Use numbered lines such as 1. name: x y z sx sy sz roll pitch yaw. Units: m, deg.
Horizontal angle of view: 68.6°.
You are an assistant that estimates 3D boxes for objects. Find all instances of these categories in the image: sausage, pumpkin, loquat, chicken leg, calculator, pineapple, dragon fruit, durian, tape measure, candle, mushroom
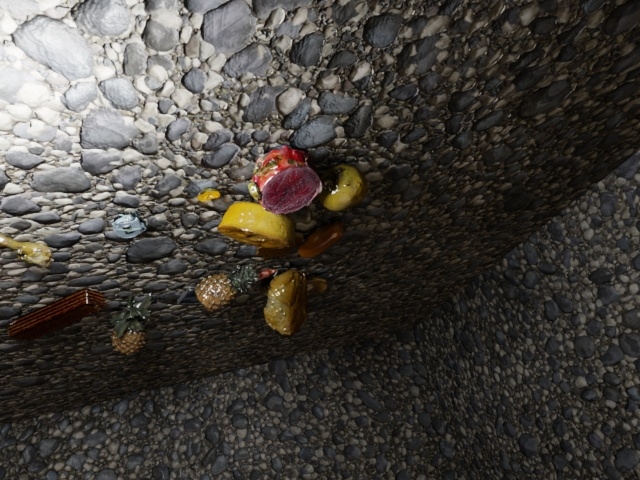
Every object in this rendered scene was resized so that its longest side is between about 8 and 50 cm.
1. sausage: 0.000 0.000 1.949 0.238 0.098 0.098 -34 151 28
2. pumpkin: -0.353 -0.149 1.473 0.083 0.028 0.050 -19 155 22
3. loquat: 0.074 -0.173 1.582 0.172 0.149 0.204 -27 165 8
4. chicken leg: -0.899 0.025 1.423 0.085 0.069 0.198 -3 155 24
5. calculator: -0.520 0.256 2.196 0.262 0.021 0.161 3 147 -39
6. pineapple: -0.837 0.362 2.070 0.166 0.165 0.364 -3 142 -30
7. dragon fruit: -0.106 -0.190 1.440 0.282 0.147 0.211 -10 140 -31
8. durian: -0.259 0.237 2.269 0.080 0.080 0.091 -3 145 -30
9. tape measure: -0.602 -0.049 1.475 0.094 0.054 0.091 -21 149 -1
10. candle: -0.273 0.165 2.149 0.162 0.048 0.053 -19 -175 -4
11. pineapple: -0.393 0.185 2.018 0.279 0.157 0.158 -31 154 2
12. mushroom: -0.103 -0.108 1.670 0.223 0.081 0.092 32 81 -55

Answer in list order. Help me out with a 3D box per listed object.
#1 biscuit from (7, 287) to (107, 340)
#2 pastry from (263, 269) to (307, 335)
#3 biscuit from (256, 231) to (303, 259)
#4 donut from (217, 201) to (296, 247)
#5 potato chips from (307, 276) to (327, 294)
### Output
1. biscuit: -1.038 0.294 1.854 0.388 0.073 0.107 -23 156 9
2. pastry: -0.166 0.286 2.197 0.162 0.310 0.255 8 -174 26
3. biscuit: -0.179 0.020 1.934 0.182 0.034 0.215 6 147 -41
4. donut: -0.204 -0.047 1.577 0.278 0.108 0.277 14 169 3
5. potato chips: -0.069 0.232 2.412 0.195 0.061 0.208 11 143 -38
